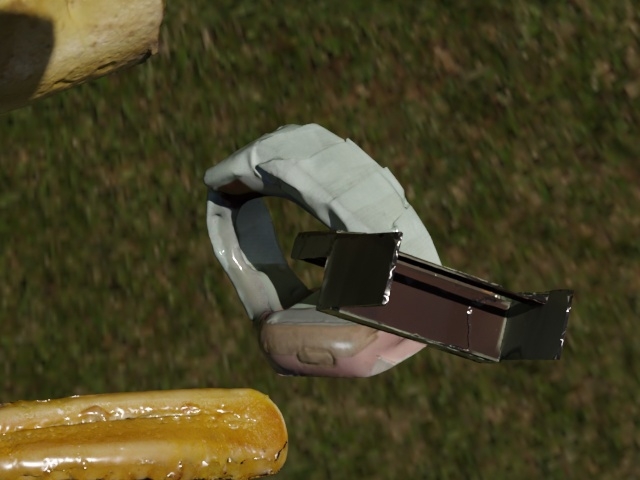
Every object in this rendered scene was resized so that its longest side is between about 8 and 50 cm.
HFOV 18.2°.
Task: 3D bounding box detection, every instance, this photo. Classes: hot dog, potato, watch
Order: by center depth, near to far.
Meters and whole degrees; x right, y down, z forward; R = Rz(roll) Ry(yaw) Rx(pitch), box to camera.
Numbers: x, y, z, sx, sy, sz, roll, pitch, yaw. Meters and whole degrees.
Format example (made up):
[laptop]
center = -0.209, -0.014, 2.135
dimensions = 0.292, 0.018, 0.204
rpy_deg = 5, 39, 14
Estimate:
[hot dog]
center = -0.164, 0.149, 1.399
dimensions = 0.288, 0.083, 0.068
rpy_deg = -2, 137, -20
[potato]
center = -0.270, -0.200, 1.611
dimensions = 0.242, 0.285, 0.243
rpy_deg = 3, 85, -36
[watch]
center = 0.000, 0.000, 2.025
dimensions = 0.161, 0.253, 0.241
rpy_deg = -29, 109, -43

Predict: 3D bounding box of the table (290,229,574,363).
[table]
center = 0.073, 0.041, 1.445
dimensions = 0.146, 0.175, 0.062
rpy_deg = 19, 80, -23
